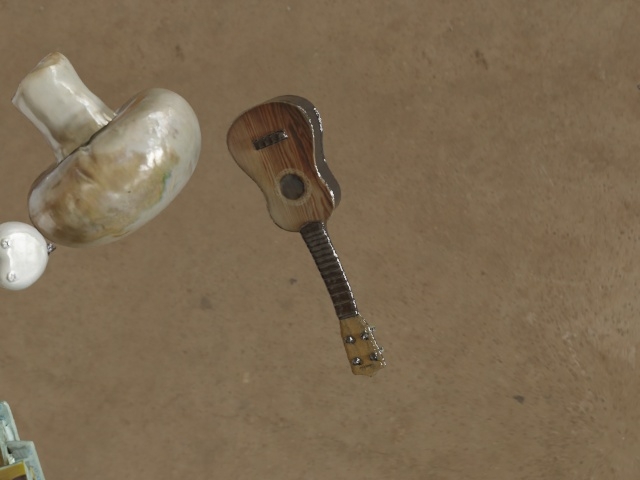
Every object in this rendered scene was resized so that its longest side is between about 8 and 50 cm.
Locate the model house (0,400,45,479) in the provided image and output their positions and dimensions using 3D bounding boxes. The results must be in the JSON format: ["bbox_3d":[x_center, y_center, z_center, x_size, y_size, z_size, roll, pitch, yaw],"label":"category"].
[{"bbox_3d":[-0.453,0.361,0.998,0.199,0.224,0.215,-16,29,-20],"label":"model house"}]

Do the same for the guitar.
[{"bbox_3d":[0.001,0.000,0.707,0.084,0.038,0.271,-18,101,26],"label":"guitar"}]

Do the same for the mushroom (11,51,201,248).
[{"bbox_3d":[-0.281,-0.118,0.953,0.244,0.243,0.243,-5,75,20],"label":"mushroom"}]

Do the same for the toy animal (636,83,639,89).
[{"bbox_3d":[0.339,-0.148,0.334,0.368,0.196,0.241,-41,94,-3],"label":"toy animal"}]

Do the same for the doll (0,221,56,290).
[{"bbox_3d":[-0.529,0.021,1.263,0.181,0.107,0.110,2,104,29],"label":"doll"}]
